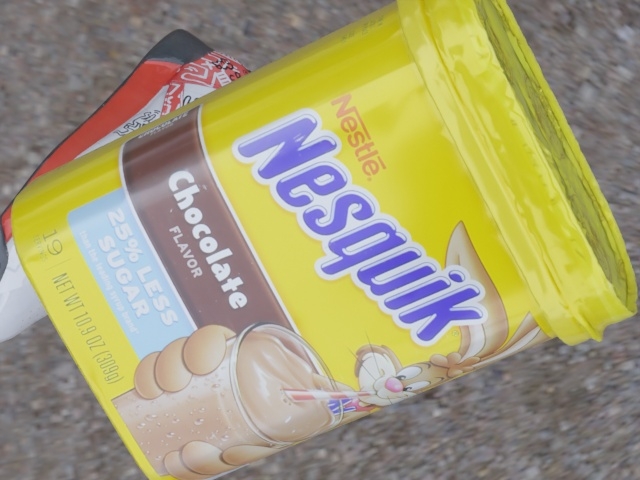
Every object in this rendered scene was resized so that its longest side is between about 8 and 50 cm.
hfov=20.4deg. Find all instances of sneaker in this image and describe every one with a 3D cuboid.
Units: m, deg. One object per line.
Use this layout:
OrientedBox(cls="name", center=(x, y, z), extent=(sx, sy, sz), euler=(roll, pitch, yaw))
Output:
OrientedBox(cls="sneaker", center=(-0.094, -0.011, 1.084), extent=(0.145, 0.270, 0.090), euler=(32, 141, 4))

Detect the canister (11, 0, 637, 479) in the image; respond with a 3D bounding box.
OrientedBox(cls="canister", center=(0.000, 0.000, 0.581), extent=(0.170, 0.073, 0.126), euler=(-25, 104, 17))
